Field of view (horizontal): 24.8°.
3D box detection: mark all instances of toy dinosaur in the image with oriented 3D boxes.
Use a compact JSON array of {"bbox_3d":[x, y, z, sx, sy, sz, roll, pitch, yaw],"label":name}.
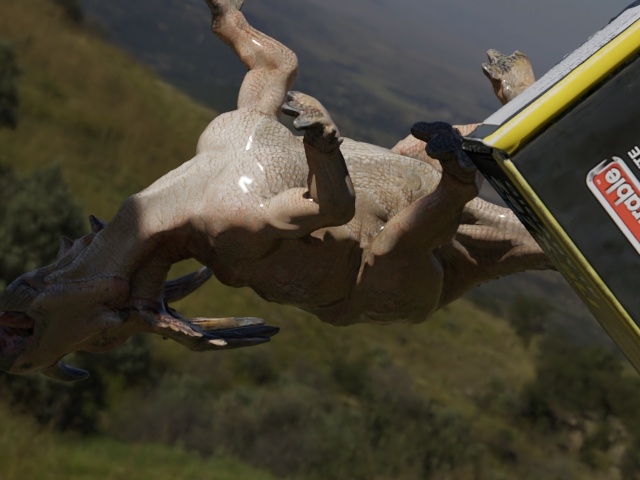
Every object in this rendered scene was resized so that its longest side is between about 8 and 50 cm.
[{"bbox_3d":[0.000,0.000,0.714,0.296,0.200,0.127,12,36,-6],"label":"toy dinosaur"}]

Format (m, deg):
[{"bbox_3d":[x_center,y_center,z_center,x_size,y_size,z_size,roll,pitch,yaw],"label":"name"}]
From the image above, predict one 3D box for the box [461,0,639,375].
[{"bbox_3d":[0.246,0.013,0.490,0.322,0.257,0.079,52,1,-6],"label":"box"}]
